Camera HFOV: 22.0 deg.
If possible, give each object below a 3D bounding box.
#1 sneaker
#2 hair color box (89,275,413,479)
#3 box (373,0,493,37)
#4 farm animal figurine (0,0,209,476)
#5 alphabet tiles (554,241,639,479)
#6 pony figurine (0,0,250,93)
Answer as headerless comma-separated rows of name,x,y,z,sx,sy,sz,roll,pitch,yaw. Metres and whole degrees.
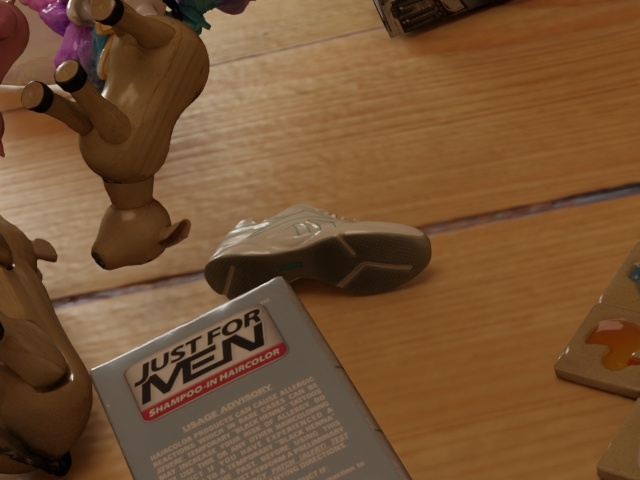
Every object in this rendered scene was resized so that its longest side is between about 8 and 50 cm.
sneaker,0.000,0.000,1.070,0.152,0.053,0.061,-4,39,20
hair color box,0.026,0.203,0.717,0.114,0.185,0.374,-26,39,-6
box,0.126,-0.307,1.351,0.242,0.076,0.307,-20,38,1
farm animal figurine,-0.205,0.012,1.056,0.330,0.172,0.326,-23,56,19
alphabet tiles,0.309,0.032,0.933,0.285,0.011,0.342,15,50,35
pony figurine,-0.170,-0.270,1.269,0.351,0.302,0.363,17,54,29
